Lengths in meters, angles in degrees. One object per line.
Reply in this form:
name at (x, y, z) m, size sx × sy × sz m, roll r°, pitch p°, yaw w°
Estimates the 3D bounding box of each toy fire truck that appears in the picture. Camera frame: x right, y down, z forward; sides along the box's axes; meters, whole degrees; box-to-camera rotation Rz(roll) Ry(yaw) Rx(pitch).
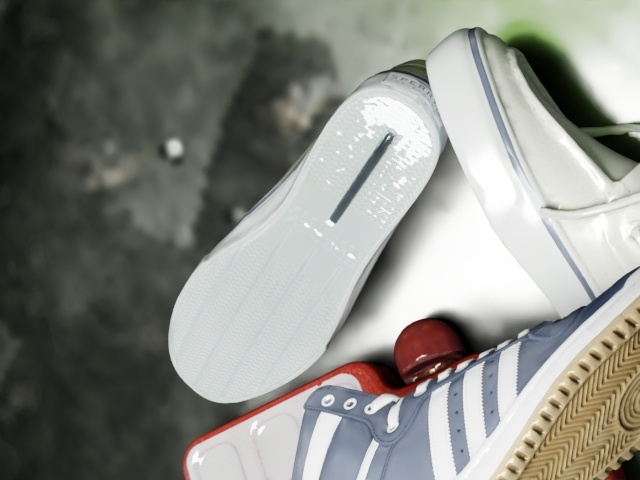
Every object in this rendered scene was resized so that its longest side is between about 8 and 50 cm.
toy fire truck at (0.058, 0.195, 0.913) m, size 0.302 × 0.169 × 0.254 m, roll -30°, pitch 67°, yaw 21°

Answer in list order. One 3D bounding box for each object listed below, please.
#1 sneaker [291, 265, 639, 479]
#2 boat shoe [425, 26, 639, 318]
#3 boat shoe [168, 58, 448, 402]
sneaker at (0.094, 0.098, 0.783) m, size 0.282 × 0.099 × 0.153 m, roll -50°, pitch 40°, yaw 1°
boat shoe at (0.218, 0.000, 0.827) m, size 0.156 × 0.136 × 0.367 m, roll -33°, pitch 88°, yaw 22°
boat shoe at (0.000, 0.000, 0.932) m, size 0.109 × 0.094 × 0.302 m, roll 42°, pitch 121°, yaw 1°
